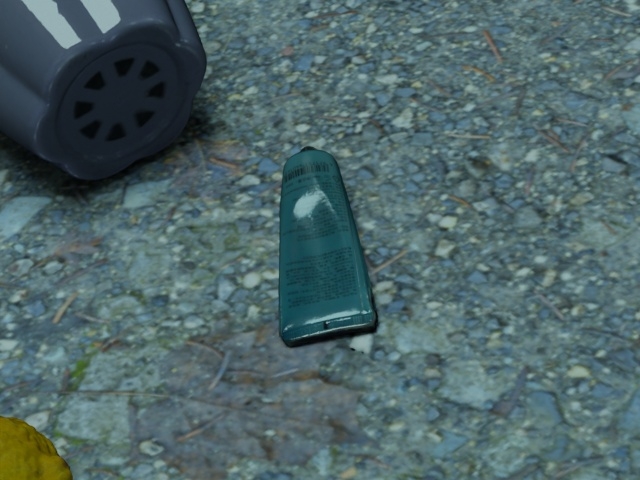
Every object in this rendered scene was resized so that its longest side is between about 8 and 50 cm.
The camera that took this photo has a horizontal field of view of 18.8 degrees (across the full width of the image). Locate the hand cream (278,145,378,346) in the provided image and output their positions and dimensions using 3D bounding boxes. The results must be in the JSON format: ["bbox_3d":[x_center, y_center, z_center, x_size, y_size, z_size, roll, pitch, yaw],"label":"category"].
[{"bbox_3d":[0.000,0.000,1.654,0.083,0.048,0.224,-11,45,6],"label":"hand cream"}]

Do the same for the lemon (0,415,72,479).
[{"bbox_3d":[-0.267,0.198,1.413,0.187,0.142,0.142,-12,38,15],"label":"lemon"}]

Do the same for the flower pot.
[{"bbox_3d":[-0.245,-0.196,1.811,0.265,0.265,0.243,-27,51,-15],"label":"flower pot"}]
